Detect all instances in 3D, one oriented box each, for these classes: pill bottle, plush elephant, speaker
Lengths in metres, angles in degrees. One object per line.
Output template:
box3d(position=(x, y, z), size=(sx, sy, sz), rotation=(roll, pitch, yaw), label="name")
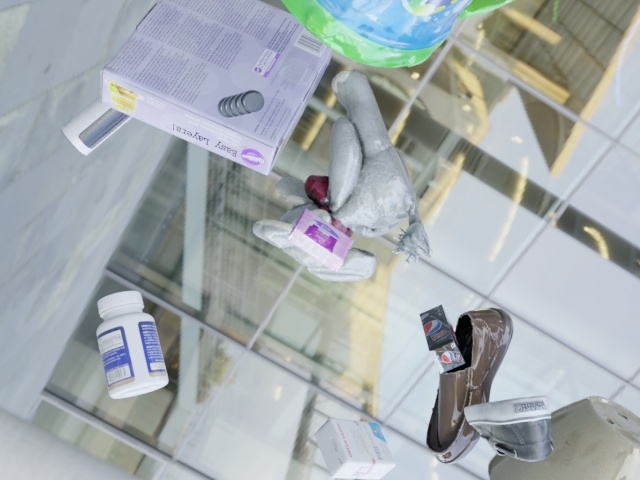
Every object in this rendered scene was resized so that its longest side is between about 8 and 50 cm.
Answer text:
box3d(position=(-0.364, 0.197, 1.438), size=(0.112, 0.112, 0.186), rotation=(133, -56, -62), label="pill bottle")
box3d(position=(0.027, -0.061, 1.281), size=(0.255, 0.272, 0.330), rotation=(-22, -125, 12), label="plush elephant")
box3d(position=(-0.314, -0.189, 1.116), size=(0.136, 0.055, 0.055), rotation=(-40, -173, -1), label="speaker")

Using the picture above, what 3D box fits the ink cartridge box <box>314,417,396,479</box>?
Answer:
box3d(position=(0.060, 0.364, 1.315), size=(0.052, 0.122, 0.088), rotation=(-49, -135, 25), label="ink cartridge box")

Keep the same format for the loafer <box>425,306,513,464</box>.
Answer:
box3d(position=(0.301, 0.312, 1.676), size=(0.134, 0.130, 0.366), rotation=(15, -93, 62), label="loafer")

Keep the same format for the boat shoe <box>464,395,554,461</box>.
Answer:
box3d(position=(0.134, 0.135, 0.541), size=(0.142, 0.049, 0.040), rotation=(75, 6, -76), label="boat shoe")

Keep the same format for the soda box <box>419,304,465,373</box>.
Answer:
box3d(position=(0.240, 0.192, 1.500), size=(0.053, 0.060, 0.169), rotation=(-26, -163, 9), label="soda box")

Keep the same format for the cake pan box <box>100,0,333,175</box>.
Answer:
box3d(position=(-0.128, -0.241, 1.030), size=(0.070, 0.246, 0.267), rotation=(116, -3, -53), label="cake pan box")

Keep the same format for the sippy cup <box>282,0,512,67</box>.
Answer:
box3d(position=(0.091, -0.311, 0.675), size=(0.305, 0.240, 0.224), rotation=(-32, 180, -37), label="sippy cup")

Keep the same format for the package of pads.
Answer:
box3d(position=(0.000, 0.000, 1.010), size=(0.032, 0.083, 0.050), rotation=(-48, -169, 44), label="package of pads")

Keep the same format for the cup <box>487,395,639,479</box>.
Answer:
box3d(position=(0.530, 0.445, 1.467), size=(0.237, 0.331, 0.331), rotation=(-62, -174, 17), label="cup")
